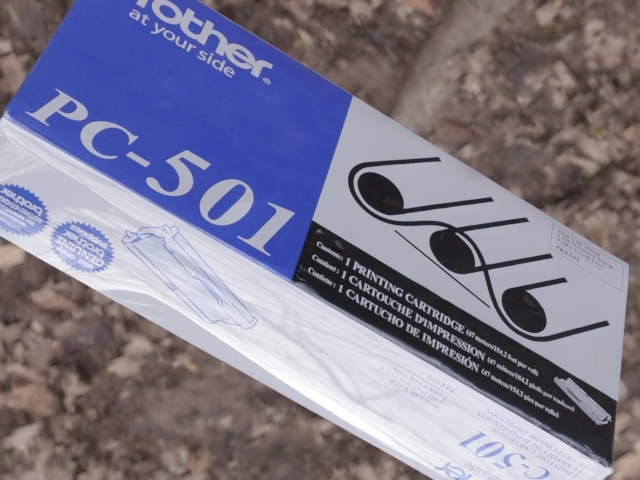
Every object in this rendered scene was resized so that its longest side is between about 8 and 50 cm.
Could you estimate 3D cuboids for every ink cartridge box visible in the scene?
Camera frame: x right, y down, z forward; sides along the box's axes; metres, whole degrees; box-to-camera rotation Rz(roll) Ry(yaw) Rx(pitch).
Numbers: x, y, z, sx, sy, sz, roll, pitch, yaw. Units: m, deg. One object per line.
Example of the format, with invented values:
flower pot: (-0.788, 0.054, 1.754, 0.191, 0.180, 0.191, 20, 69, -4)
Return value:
ink cartridge box: (0.000, 0.000, 0.483, 0.207, 0.097, 0.046, 31, 130, -11)
